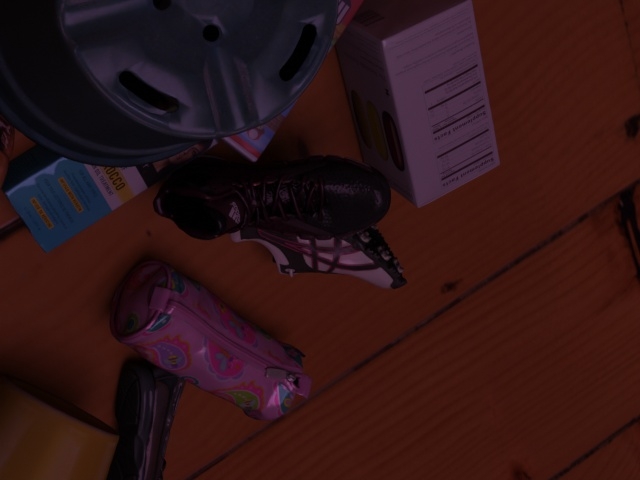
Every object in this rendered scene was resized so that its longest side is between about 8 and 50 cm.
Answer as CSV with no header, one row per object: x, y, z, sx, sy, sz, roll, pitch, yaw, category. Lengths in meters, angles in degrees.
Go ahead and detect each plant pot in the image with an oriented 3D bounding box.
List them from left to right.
-0.370,0.305,1.504,0.254,0.254,0.239,34,81,-39,plant pot
-0.159,-0.232,1.202,0.341,0.334,0.341,-3,97,-22,plant pot

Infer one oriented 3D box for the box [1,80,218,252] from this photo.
-0.249,-0.096,1.456,0.244,0.060,0.100,-34,128,-10,box

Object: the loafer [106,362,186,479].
-0.230,0.286,1.661,0.084,0.096,0.267,-4,115,-35,loafer

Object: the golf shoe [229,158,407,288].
0.000,0.000,1.648,0.273,0.105,0.120,35,110,-33,golf shoe

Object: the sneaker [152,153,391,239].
-0.064,-0.035,1.457,0.281,0.162,0.106,1,106,10,sneaker

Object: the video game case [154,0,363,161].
-0.074,-0.263,1.437,0.204,0.025,0.285,37,83,-28,video game case

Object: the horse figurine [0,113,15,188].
-0.423,-0.067,1.369,0.174,0.066,0.263,39,96,-31,horse figurine

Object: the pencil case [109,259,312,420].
-0.139,0.135,1.608,0.284,0.124,0.124,37,94,-37,pencil case

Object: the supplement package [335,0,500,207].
0.121,-0.190,1.573,0.134,0.139,0.244,-28,126,-17,supplement package
